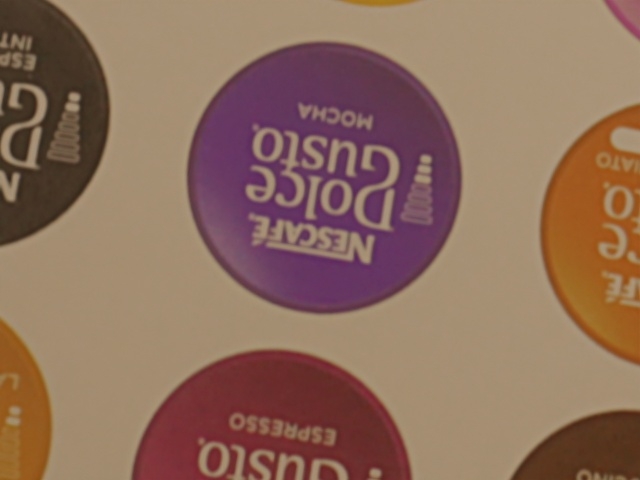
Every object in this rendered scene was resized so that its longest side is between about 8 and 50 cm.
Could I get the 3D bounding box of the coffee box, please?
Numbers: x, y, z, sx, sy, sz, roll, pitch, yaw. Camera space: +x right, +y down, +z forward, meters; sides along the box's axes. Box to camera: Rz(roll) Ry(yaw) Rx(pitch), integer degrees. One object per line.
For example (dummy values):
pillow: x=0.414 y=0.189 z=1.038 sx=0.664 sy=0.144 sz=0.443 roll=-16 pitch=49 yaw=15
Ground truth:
coffee box: x=0.032 y=-0.022 z=0.505 sx=0.338 sy=0.337 sz=0.334 roll=111 pitch=-11 yaw=-81
